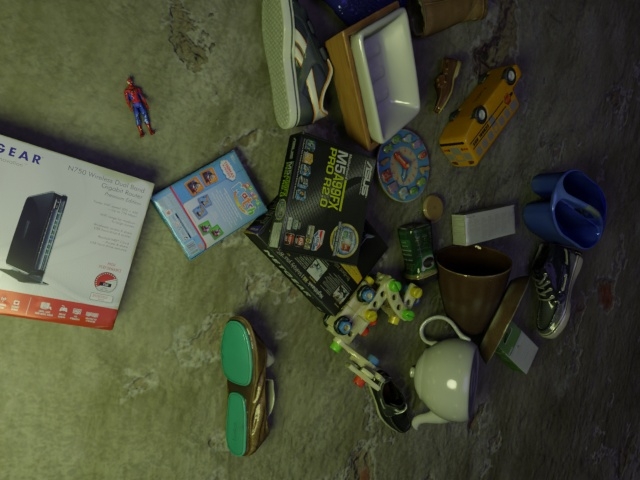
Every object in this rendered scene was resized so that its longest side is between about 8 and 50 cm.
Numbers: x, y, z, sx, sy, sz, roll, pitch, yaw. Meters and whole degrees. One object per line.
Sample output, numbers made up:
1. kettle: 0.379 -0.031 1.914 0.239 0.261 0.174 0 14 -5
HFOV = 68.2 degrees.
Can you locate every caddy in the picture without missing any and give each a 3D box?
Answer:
1. caddy: 0.880 -0.108 1.664 0.341 0.179 0.241 23 83 -31

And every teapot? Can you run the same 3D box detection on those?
1. teapot: 0.357 0.395 1.392 0.256 0.187 0.252 -57 143 -44

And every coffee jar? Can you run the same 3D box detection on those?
1. coffee jar: 0.282 0.043 1.365 0.096 0.079 0.184 -17 102 -31

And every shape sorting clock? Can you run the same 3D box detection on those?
1. shape sorting clock: 0.237 -0.211 1.336 0.206 0.040 0.206 -3 97 -31

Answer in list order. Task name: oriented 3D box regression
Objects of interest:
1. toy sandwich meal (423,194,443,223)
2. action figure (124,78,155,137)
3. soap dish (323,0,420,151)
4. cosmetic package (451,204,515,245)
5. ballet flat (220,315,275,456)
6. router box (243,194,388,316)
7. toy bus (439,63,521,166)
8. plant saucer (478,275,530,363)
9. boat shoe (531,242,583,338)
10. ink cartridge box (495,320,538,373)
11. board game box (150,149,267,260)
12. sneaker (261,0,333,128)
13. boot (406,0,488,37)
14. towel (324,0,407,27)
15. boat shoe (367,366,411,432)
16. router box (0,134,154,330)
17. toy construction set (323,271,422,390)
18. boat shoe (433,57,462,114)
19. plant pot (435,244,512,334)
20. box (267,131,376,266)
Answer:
1. toy sandwich meal: 0.334 -0.095 1.416 0.086 0.029 0.085 -1 92 -28
2. action figure: -0.371 -0.271 0.963 0.038 0.030 0.115 -22 104 -23
3. soap dish: 0.133 -0.399 1.158 0.229 0.118 0.290 -44 132 -34
4. cosmetic package: 0.525 -0.053 1.517 0.239 0.060 0.098 -11 102 -31
5. ballet flat: -0.159 0.331 1.111 0.124 0.116 0.342 -10 101 -51
6. router box: 0.000 0.000 1.184 0.243 0.081 0.309 -50 116 -19
7. toy bus: 0.499 -0.386 1.442 0.332 0.108 0.130 -51 118 -18
8. plant saucer: 0.574 0.242 1.499 0.310 0.050 0.310 -50 154 -34
9. boat shoe: 0.810 0.169 1.695 0.158 0.127 0.340 22 80 -18
10. ink cartridge box: 0.662 0.363 1.639 0.209 0.062 0.109 41 73 -28
11. board game box: -0.244 -0.080 1.049 0.212 0.039 0.160 -35 109 -22
12. sneaker: -0.053 -0.428 1.091 0.128 0.126 0.321 -15 113 -25
13. boot: 0.358 -0.718 1.339 0.270 0.089 0.236 -23 106 -27
14. towel: 0.083 -0.663 1.187 0.308 0.076 0.227 31 85 -31
15. boat shoe: 0.209 0.474 1.362 0.084 0.079 0.233 -36 113 -26
16. router box: -0.517 -0.014 0.862 0.336 0.082 0.301 17 86 -32
17. toy construction set: 0.137 0.221 1.262 0.215 0.151 0.327 45 61 -27
18. boat shoe: 0.359 -0.453 1.384 0.060 0.064 0.177 20 81 -1
19. plant pot: 0.450 0.160 1.424 0.215 0.215 0.230 -16 117 -30
20. box: 0.008 -0.090 1.098 0.216 0.060 0.269 13 87 -31
